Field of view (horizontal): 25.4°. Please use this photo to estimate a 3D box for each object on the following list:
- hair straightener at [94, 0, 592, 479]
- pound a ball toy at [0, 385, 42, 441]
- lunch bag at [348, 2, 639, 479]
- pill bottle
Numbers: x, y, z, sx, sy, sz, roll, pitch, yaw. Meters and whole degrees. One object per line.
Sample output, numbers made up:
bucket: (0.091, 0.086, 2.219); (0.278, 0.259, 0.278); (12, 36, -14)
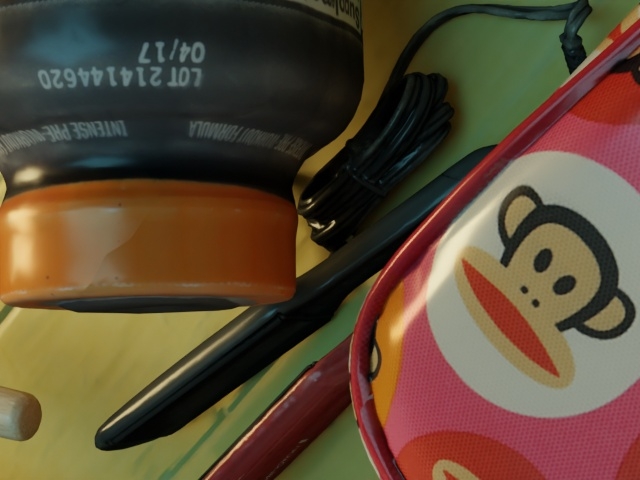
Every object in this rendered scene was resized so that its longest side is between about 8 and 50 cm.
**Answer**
hair straightener: (0.000, 0.000, 0.459); (0.230, 0.047, 0.089); (-48, 68, 25)
pound a ball toy: (-0.145, 0.149, 0.474); (0.319, 0.135, 0.208); (14, 120, 32)
lunch bag: (0.146, 0.079, 0.322); (0.258, 0.120, 0.293); (-45, 69, 27)
pill bottle: (-0.053, -0.101, 0.426); (0.130, 0.130, 0.246); (-5, 83, 34)
